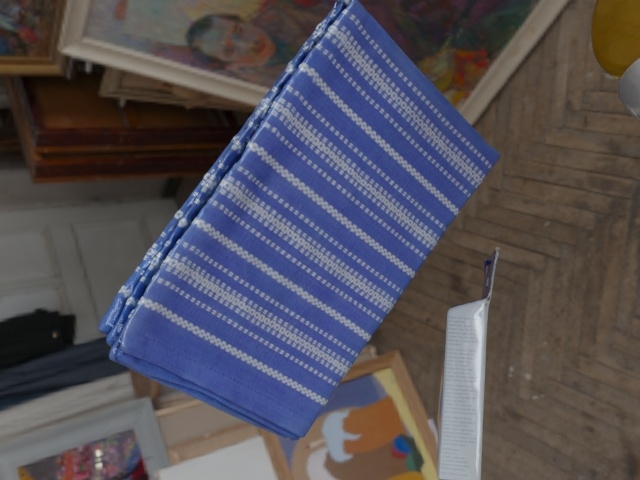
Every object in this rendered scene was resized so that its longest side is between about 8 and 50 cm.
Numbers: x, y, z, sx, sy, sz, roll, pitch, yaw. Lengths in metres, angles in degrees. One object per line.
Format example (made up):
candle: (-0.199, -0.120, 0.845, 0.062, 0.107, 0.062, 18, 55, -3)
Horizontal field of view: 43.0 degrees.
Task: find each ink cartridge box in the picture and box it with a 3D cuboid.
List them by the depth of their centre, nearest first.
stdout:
ink cartridge box: (0.152, 0.123, 0.859, 0.223, 0.045, 0.224, 31, -116, -79)

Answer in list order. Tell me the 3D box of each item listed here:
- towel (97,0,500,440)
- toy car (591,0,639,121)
towel: (0.000, 0.000, 0.686, 0.336, 0.243, 0.040, -55, 38, -2)
toy car: (0.243, -0.156, 0.461, 0.182, 0.136, 0.159, 125, 141, -62)
